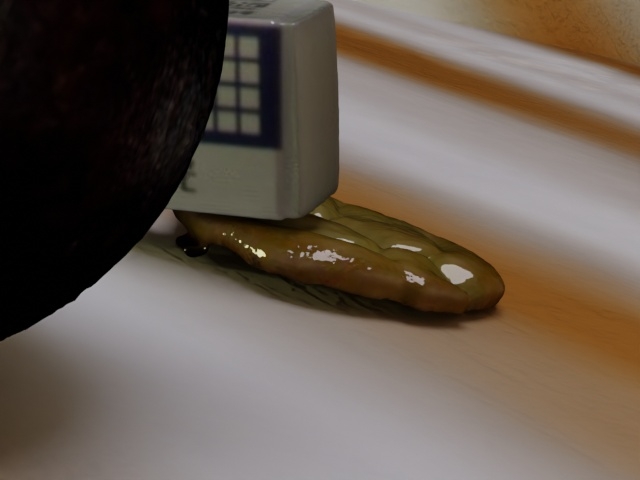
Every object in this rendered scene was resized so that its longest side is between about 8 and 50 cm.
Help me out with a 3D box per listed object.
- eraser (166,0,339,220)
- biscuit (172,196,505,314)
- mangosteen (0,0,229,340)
[{"bbox_3d":[-0.131,-0.089,1.163,0.279,0.124,0.081,5,20,19],"label":"eraser"},{"bbox_3d":[0.001,-0.005,1.212,0.203,0.041,0.260,3,17,-36],"label":"biscuit"},{"bbox_3d":[-0.191,-0.160,0.796,0.382,0.435,0.382,37,-3,2],"label":"mangosteen"}]
